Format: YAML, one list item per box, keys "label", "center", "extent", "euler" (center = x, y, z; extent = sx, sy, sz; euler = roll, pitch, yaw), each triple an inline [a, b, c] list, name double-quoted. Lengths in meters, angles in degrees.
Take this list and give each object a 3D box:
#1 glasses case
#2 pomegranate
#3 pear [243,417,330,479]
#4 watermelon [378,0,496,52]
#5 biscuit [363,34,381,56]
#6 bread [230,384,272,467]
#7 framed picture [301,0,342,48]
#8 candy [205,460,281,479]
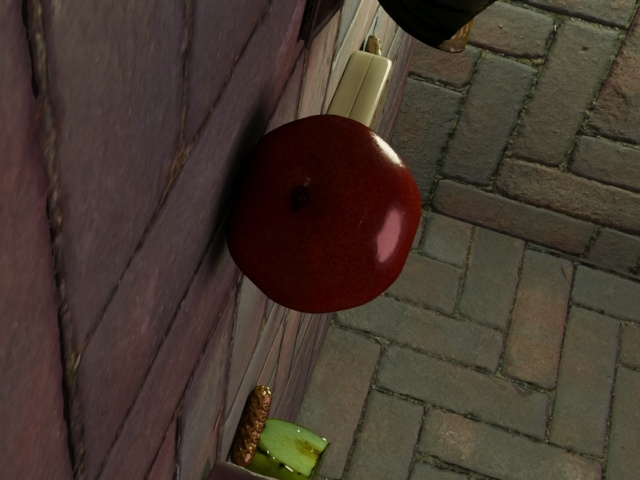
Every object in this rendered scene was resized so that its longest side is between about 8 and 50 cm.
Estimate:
- label: "glasses case"
  center: [0.040, -0.170, 1.841]
  extent: [0.144, 0.076, 0.337]
  euler: [102, 8, -54]
- label: "pomegranate"
  center: [0.006, -0.026, 1.206]
  extent: [0.257, 0.220, 0.221]
  euler: [80, 28, -86]
- label: "pear"
  center: [-0.104, 0.537, 2.309]
  extent: [0.292, 0.159, 0.293]
  euler: [19, 90, -82]
- label: "watermelon"
  center: [0.148, -0.417, 1.412]
  extent: [0.330, 0.189, 0.331]
  euler: [22, -65, 57]
- label: "biscuit"
  center: [0.092, -0.316, 2.029]
  extent: [0.152, 0.020, 0.152]
  euler: [-176, -90, -81]
- label: "bread"
  center: [-0.128, 0.343, 1.971]
  extent: [0.052, 0.044, 0.157]
  euler: [70, 37, -72]
- label: "framed picture"
  center: [0.031, -0.388, 1.304]
  extent: [0.217, 0.017, 0.274]
  euler: [-62, 169, -64]
- label: "candy"
  center: [-0.076, 0.461, 1.683]
  extent: [0.116, 0.265, 0.156]
  euler: [106, 3, -68]
